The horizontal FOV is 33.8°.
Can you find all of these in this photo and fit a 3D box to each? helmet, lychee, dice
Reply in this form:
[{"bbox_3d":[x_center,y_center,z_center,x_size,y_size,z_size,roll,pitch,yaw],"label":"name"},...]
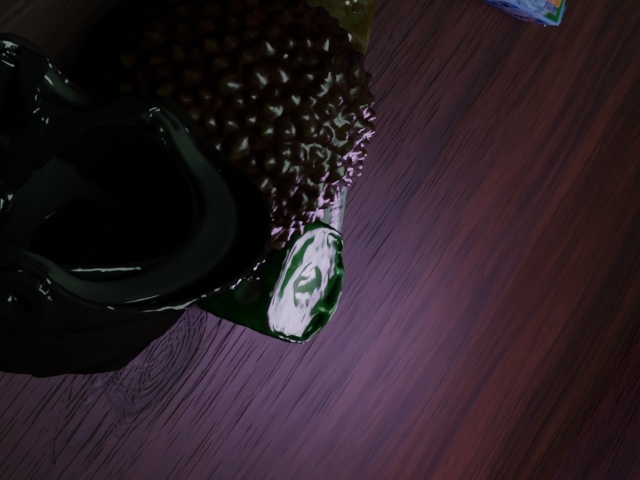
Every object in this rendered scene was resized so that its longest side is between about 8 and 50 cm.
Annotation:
[{"bbox_3d":[-0.198,0.001,0.748,0.177,0.305,0.225,-62,174,36],"label":"helmet"},{"bbox_3d":[-0.063,-0.104,0.901,0.271,0.271,0.271,-31,131,-45],"label":"lychee"},{"bbox_3d":[-0.055,0.032,1.112,0.128,0.120,0.130,26,83,-56],"label":"dice"}]

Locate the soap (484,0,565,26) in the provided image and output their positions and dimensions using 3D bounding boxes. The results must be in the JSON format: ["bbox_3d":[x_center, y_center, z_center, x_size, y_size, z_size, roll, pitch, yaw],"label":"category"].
[{"bbox_3d":[0.269,-0.382,1.406,0.293,0.077,0.156,-1,107,-56],"label":"soap"}]

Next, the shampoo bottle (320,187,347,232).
[{"bbox_3d":[0.000,0.000,1.247,0.069,0.041,0.190,-28,129,-53],"label":"shampoo bottle"}]

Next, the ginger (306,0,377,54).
[{"bbox_3d":[-0.006,-0.175,1.086,0.116,0.109,0.262,16,93,-30],"label":"ginger"}]
